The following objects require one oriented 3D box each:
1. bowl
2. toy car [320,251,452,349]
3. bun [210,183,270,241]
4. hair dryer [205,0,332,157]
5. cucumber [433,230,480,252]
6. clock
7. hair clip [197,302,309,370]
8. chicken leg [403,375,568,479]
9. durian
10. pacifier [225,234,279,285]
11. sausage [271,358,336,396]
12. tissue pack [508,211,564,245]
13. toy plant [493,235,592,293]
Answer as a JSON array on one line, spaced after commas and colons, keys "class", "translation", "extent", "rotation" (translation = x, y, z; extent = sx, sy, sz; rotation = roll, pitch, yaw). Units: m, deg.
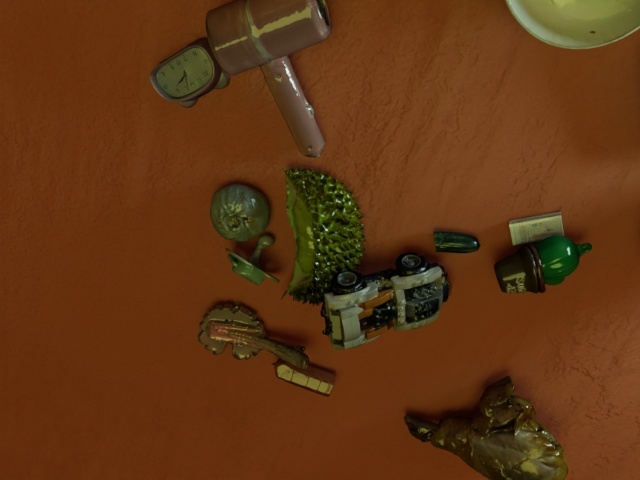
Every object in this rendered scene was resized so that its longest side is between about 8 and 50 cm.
[{"class": "bowl", "translation": [0.427, -0.464, 0.994], "extent": [0.277, 0.145, 0.277], "rotation": [5, 120, 9]}, {"class": "toy car", "translation": [0.148, 0.135, 1.360], "extent": [0.301, 0.118, 0.193], "rotation": [-12, 128, -9]}, {"class": "bun", "translation": [-0.183, -0.057, 1.371], "extent": [0.141, 0.083, 0.140], "rotation": [4, 117, 7]}, {"class": "hair dryer", "translation": [-0.050, -0.315, 1.198], "extent": [0.211, 0.125, 0.352], "rotation": [-15, 125, 16]}, {"class": "cucumber", "translation": [0.298, 0.006, 1.340], "extent": [0.105, 0.048, 0.048], "rotation": [5, 120, 7]}, {"class": "clock", "translation": [-0.265, -0.333, 1.247], "extent": [0.153, 0.050, 0.110], "rotation": [-24, 113, 22]}, {"class": "hair clip", "translation": [-0.162, 0.252, 1.550], "extent": [0.301, 0.069, 0.172], "rotation": [17, 120, 12]}, {"class": "chicken leg", "translation": [0.412, 0.464, 1.541], "extent": [0.410, 0.182, 0.295], "rotation": [8, 112, 24]}, {"class": "durian", "translation": [0.000, 0.000, 1.377], "extent": [0.169, 0.158, 0.351], "rotation": [24, 128, 38]}, {"class": "pacifier", "translation": [-0.148, 0.038, 1.425], "extent": [0.150, 0.127, 0.116], "rotation": [32, 84, -27]}, {"class": "sausage", "translation": [-0.048, 0.351, 1.590], "extent": [0.170, 0.065, 0.065], "rotation": [20, 121, 0]}, {"class": "tissue pack", "translation": [0.460, -0.025, 1.307], "extent": [0.108, 0.023, 0.056], "rotation": [-10, 118, 15]}, {"class": "toy plant", "translation": [0.476, 0.056, 1.304], "extent": [0.201, 0.105, 0.143], "rotation": [-16, 142, 13]}]
